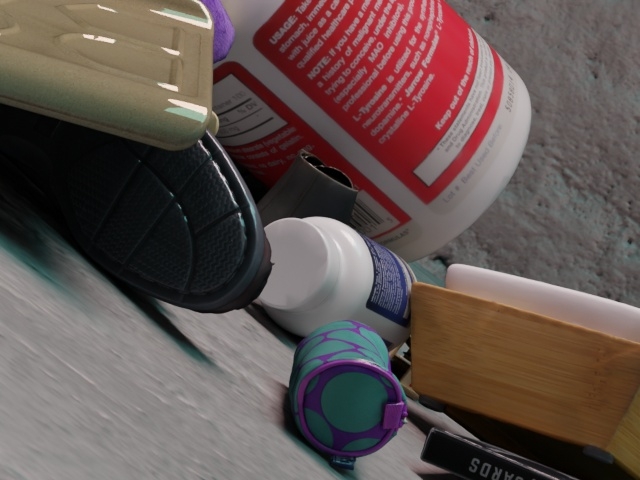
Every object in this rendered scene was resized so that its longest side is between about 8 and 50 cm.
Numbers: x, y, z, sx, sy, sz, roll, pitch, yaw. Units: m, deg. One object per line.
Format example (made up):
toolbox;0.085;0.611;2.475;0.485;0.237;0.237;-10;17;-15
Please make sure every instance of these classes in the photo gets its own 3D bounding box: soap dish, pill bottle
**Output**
soap dish;0.221;0.137;1.510;0.229;0.118;0.291;15;-16;39
pill bottle;0.007;0.034;1.453;0.094;0.094;0.169;40;5;25
pill bottle;-0.023;-0.176;1.617;0.407;0.229;0.229;41;3;-29

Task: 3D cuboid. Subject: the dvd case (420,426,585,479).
dvd case;0.180;0.185;1.351;0.179;0.030;0.238;21;-3;18

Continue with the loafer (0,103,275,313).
loafer;-0.132;-0.051;1.190;0.302;0.109;0.095;37;-1;28

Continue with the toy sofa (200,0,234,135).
toy sofa;-0.178;-0.239;1.335;0.363;0.177;0.150;69;-10;-24

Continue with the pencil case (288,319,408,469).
pencil case;0.016;0.090;1.148;0.070;0.065;0.152;22;6;-4

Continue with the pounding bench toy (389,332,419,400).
pounding bench toy;0.067;0.083;1.608;0.052;0.065;0.083;34;6;-38

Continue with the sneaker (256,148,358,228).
sneaker;0.000;0.000;1.583;0.083;0.118;0.222;39;5;17

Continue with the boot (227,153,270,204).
boot;-0.122;-0.146;1.866;0.222;0.118;0.338;42;14;-30

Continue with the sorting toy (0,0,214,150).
sorting toy;-0.213;-0.132;1.092;0.307;0.041;0.229;15;22;-8
